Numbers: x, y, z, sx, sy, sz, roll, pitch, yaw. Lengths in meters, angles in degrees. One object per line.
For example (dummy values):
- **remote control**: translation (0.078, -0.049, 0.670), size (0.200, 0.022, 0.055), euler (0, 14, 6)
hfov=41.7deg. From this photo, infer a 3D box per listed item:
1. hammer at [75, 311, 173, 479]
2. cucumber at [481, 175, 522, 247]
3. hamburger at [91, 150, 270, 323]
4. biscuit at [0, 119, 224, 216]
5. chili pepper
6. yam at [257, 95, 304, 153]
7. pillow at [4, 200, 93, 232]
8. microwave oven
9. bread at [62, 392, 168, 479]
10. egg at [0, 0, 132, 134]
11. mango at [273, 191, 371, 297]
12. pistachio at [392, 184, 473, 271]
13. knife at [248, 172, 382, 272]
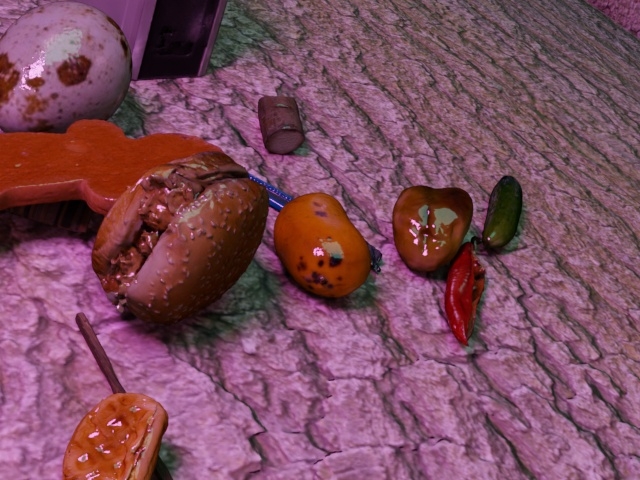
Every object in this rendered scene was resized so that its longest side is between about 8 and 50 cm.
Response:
- **hammer**: translation (-0.176, 0.167, 0.794), size (0.058, 0.029, 0.292), euler (-4, 40, -38)
- **cucumber**: translation (0.297, -0.050, 1.356), size (0.056, 0.056, 0.250), euler (26, 36, 3)
- **hamburger**: translation (-0.137, -0.001, 0.909), size (0.122, 0.189, 0.215), euler (42, 22, 14)
- **biscuit**: translation (-0.267, -0.079, 0.964), size (0.324, 0.049, 0.205), euler (-9, 35, -25)
- **chili pepper**: translation (0.197, 0.062, 1.149), size (0.051, 0.059, 0.268), euler (-9, 30, 21)
- **yam**: translation (-0.063, -0.190, 1.320), size (0.070, 0.069, 0.146), euler (11, 36, -18)
- **pillow**: translation (-0.365, -0.068, 0.994), size (0.204, 0.038, 0.113), euler (16, 37, -9)
- **microwave oven**: translation (-0.257, -0.441, 1.347), size (0.181, 0.295, 0.237), euler (-14, 48, -42)
- **bread**: translation (-0.177, 0.181, 0.727), size (0.083, 0.044, 0.110), euler (-1, 44, 13)
- **egg**: translation (-0.344, -0.217, 1.101), size (0.169, 0.169, 0.231), euler (26, 45, 4)
- **mango**: translation (-0.003, 0.001, 1.068), size (0.115, 0.090, 0.178), euler (2, 40, -26)
- **pistachio**: translation (0.158, -0.032, 1.204), size (0.110, 0.100, 0.189), euler (30, 35, 4)
- **knife**: translation (-0.037, -0.043, 1.169), size (0.297, 0.026, 0.044), euler (30, 46, 10)
